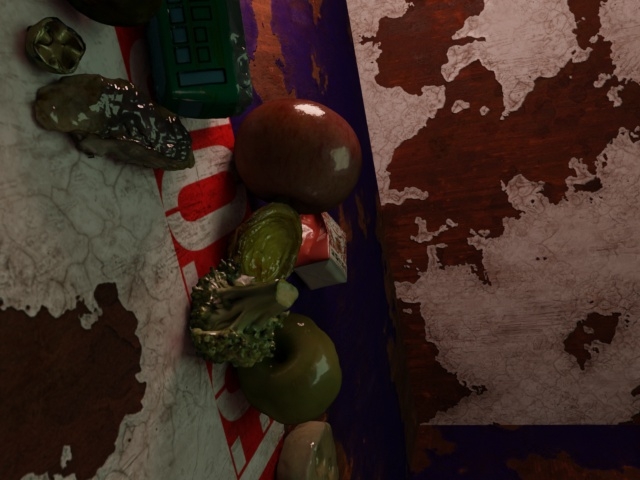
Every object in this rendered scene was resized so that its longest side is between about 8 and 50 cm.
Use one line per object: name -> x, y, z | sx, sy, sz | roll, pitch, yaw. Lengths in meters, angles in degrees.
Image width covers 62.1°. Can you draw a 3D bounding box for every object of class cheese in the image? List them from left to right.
cheese -> -0.024, 0.693, 1.551 | 0.318, 0.115, 0.326 | 62, 28, -46

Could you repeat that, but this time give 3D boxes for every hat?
hat -> -0.415, -0.298, 0.818 | 0.077, 0.059, 0.076 | 38, 64, -58

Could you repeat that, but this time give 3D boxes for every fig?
fig -> -0.347, -0.484, 0.880 | 0.195, 0.195, 0.244 | 35, 54, -66

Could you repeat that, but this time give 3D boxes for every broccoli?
broccoli -> -0.162, 0.141, 1.132 | 0.263, 0.243, 0.246 | -2, 69, -52

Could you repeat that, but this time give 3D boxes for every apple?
apple -> -0.075, 0.323, 1.315 | 0.279, 0.279, 0.279 | -7, 90, -72
apple -> -0.064, -0.205, 1.402 | 0.344, 0.345, 0.269 | 62, 32, -48

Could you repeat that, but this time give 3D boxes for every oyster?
oyster -> -0.330, -0.201, 0.951 | 0.341, 0.110, 0.166 | 33, 45, -50

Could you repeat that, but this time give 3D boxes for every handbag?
handbag -> 0.000, 0.000, 1.821 | 0.171, 0.151, 0.298 | 53, 31, -47

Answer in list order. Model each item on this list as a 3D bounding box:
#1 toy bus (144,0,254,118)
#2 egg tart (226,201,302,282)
toy bus -> -0.258, -0.425, 1.095 | 0.183, 0.200, 0.343 | 175, -93, -72
egg tart -> -0.152, 0.022, 1.372 | 0.279, 0.095, 0.278 | -35, 136, -42
